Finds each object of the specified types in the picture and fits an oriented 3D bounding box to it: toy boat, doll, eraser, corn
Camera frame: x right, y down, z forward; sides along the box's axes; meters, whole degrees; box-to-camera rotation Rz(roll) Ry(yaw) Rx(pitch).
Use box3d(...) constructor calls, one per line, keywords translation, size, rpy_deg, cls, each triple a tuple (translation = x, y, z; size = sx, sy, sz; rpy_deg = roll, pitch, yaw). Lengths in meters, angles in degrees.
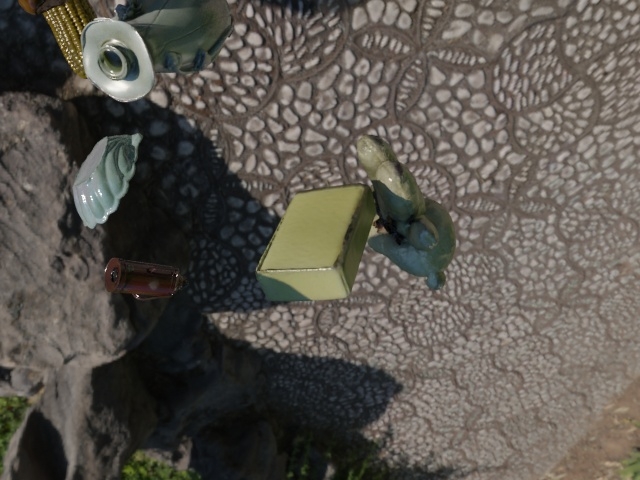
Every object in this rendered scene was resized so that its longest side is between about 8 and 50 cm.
box3d(translation=(-0.587, -0.177, 1.611), size=(0.199, 0.290, 0.100), rpy_deg=(-4, 147, 42), cls="toy boat")
box3d(translation=(0.121, -0.046, 0.937), size=(0.149, 0.175, 0.278), rpy_deg=(-6, 143, 25), cls="doll")
box3d(translation=(0.000, 0.000, 0.761), size=(0.117, 0.172, 0.058), rpy_deg=(-6, 127, 24), cls="eraser")
box3d(translation=(-0.678, -0.611, 1.587), size=(0.131, 0.131, 0.344), rpy_deg=(-23, 108, 8), cls="corn")

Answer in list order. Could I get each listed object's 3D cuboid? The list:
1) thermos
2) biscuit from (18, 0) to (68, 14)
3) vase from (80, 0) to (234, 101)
box3d(translation=(-0.470, 0.107, 1.653), size=(0.232, 0.099, 0.124), rpy_deg=(11, 139, -43), cls="thermos")
box3d(translation=(-0.560, -0.706, 1.233), size=(0.343, 0.395, 0.166), rpy_deg=(49, 149, -16), cls="biscuit")
box3d(translation=(-0.390, -0.505, 1.460), size=(0.249, 0.445, 0.250), rpy_deg=(10, 127, 14), cls="vase")
